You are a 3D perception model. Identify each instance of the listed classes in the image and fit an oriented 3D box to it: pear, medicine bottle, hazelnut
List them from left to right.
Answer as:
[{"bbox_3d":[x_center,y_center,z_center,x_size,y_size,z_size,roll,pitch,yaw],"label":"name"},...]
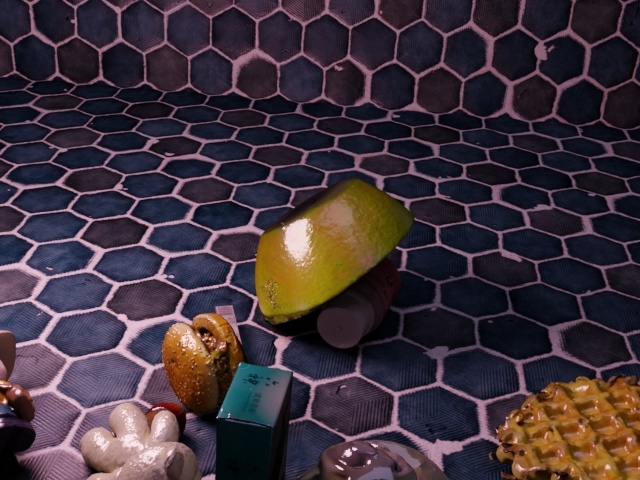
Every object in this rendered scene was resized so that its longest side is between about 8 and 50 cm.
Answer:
[{"bbox_3d":[-0.279,0.329,1.643,0.086,0.086,0.086,2,27,-1],"label":"hazelnut"},{"bbox_3d":[-0.001,-0.003,1.977,0.399,0.165,0.399,-33,11,7],"label":"pear"},{"bbox_3d":[0.080,0.130,1.988,0.147,0.147,0.247,12,28,16],"label":"medicine bottle"}]

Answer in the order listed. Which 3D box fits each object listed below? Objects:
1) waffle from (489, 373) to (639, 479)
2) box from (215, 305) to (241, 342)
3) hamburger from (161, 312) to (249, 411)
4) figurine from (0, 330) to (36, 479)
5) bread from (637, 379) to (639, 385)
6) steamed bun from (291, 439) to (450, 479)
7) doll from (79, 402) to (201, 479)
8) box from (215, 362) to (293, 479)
[{"bbox_3d":[0.513,0.357,1.616,0.379,0.095,0.382,14,27,40],"label":"waffle"},{"bbox_3d":[-0.187,0.211,1.895,0.039,0.055,0.218,-4,28,-11],"label":"box"},{"bbox_3d":[-0.227,0.227,1.724,0.118,0.182,0.191,-11,47,-35],"label":"hamburger"},{"bbox_3d":[-0.626,0.267,1.609,0.204,0.185,0.332,29,8,-31],"label":"figurine"},{"bbox_3d":[0.722,0.287,1.821,0.232,0.088,0.128,-18,41,-43],"label":"bread"},{"bbox_3d":[0.084,0.400,1.400,0.268,0.207,0.280,26,33,38],"label":"steamed bun"},{"bbox_3d":[-0.296,0.370,1.523,0.149,0.175,0.278,19,8,-39],"label":"doll"},{"bbox_3d":[-0.107,0.339,1.455,0.092,0.245,0.153,7,28,6],"label":"box"}]
